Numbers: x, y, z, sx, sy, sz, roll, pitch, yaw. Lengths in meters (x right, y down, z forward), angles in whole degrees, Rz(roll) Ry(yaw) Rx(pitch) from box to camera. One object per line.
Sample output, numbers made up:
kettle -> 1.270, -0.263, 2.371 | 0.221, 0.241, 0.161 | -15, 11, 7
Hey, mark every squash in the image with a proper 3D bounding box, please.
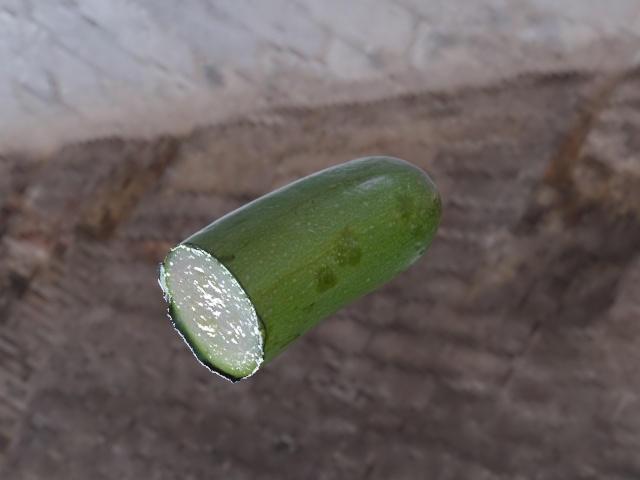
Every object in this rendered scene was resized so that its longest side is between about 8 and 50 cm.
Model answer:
squash -> 0.000, 0.000, 1.191 | 0.095, 0.188, 0.095 | 34, 142, 33
